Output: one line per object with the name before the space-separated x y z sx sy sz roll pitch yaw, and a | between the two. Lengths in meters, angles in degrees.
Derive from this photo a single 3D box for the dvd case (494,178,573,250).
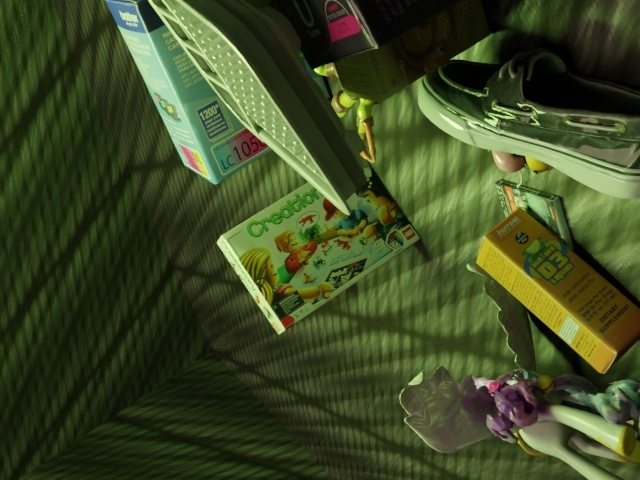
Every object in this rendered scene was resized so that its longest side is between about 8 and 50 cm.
dvd case | 0.293 -0.035 1.278 0.119 0.013 0.087 27 146 57

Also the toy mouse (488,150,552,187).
toy mouse | 0.243 -0.135 1.209 0.143 0.031 0.161 48 160 26

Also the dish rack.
dish rack | -0.074 -0.193 1.040 0.333 0.072 0.285 46 173 47

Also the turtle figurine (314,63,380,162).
turtle figurine | 0.055 -0.254 1.407 0.217 0.087 0.270 -167 69 -69

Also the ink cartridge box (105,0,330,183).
ink cartridge box | -0.172 -0.336 1.548 0.151 0.270 0.396 26 145 54

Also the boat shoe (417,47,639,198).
boat shoe | 0.251 -0.163 1.053 0.335 0.121 0.119 27 139 37

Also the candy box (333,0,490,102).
candy box | 0.067 -0.343 1.073 0.087 0.183 0.316 25 144 56

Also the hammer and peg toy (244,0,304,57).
hammer and peg toy | -0.043 -0.363 1.213 0.127 0.266 0.361 12 156 5

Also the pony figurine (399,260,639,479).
pony figurine | 0.307 0.239 1.362 0.363 0.303 0.351 15 146 42

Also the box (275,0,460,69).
box | 0.094 -0.302 0.934 0.143 0.270 0.165 62 162 -14

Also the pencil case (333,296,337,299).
pencil case | 0.011 0.039 1.985 0.104 0.104 0.236 49 158 24

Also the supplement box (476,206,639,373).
supplement box | 0.320 0.064 1.242 0.233 0.078 0.080 43 161 24

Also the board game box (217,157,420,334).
board game box | 0.000 0.000 1.612 0.193 0.305 0.053 55 159 4
